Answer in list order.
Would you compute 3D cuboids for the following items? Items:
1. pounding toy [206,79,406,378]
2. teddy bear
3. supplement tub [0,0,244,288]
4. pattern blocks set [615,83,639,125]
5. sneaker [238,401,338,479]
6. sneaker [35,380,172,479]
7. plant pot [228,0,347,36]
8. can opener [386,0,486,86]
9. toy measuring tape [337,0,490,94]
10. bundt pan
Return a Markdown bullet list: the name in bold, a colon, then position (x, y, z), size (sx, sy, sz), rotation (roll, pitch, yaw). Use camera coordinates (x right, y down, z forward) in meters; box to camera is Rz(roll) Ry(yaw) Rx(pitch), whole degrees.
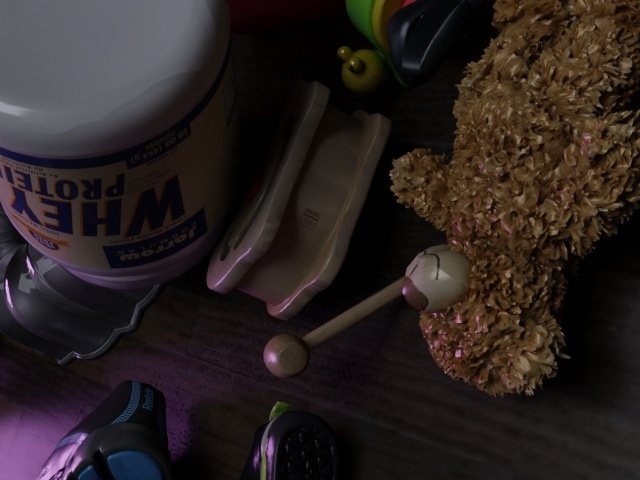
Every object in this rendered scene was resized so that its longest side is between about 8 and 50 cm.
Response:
- **pounding toy**: position (0.000, 0.000, 0.902), size (0.154, 0.155, 0.269), rotation (-21, 46, 68)
- **teddy bear**: position (0.144, -0.058, 0.738), size (0.245, 0.113, 0.338), rotation (42, 108, 48)
- **supplement tub**: position (-0.188, -0.109, 0.879), size (0.236, 0.325, 0.235), rotation (0, 65, -1)
- **pattern blocks set**: position (0.276, -0.118, 0.718), size (0.285, 0.026, 0.324), rotation (-30, 57, 37)
- **sneaker**: position (-0.036, 0.256, 0.846), size (0.097, 0.084, 0.234), rotation (-19, 57, 61)
- **sneaker**: position (-0.249, 0.288, 1.007), size (0.341, 0.125, 0.139), rotation (-49, 21, 21)
- **plant pot**: position (-0.069, -0.341, 0.978), size (0.267, 0.236, 0.267), rotation (-4, 71, 40)
- **can opener**: position (0.118, -0.204, 0.803), size (0.073, 0.059, 0.186), rotation (27, 80, 45)
- **toy measuring tape**: position (0.118, -0.266, 0.865), size (0.330, 0.121, 0.121), rotation (-51, 48, 15)
- **bundt pan**: position (-0.307, -0.030, 1.153), size (0.331, 0.124, 0.330), rotation (-18, 62, 37)
